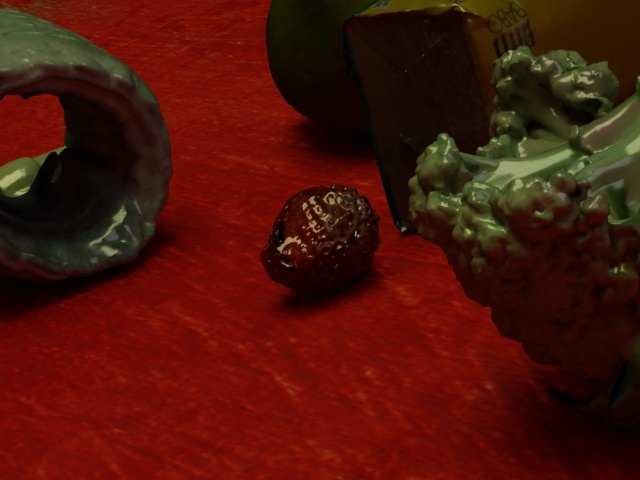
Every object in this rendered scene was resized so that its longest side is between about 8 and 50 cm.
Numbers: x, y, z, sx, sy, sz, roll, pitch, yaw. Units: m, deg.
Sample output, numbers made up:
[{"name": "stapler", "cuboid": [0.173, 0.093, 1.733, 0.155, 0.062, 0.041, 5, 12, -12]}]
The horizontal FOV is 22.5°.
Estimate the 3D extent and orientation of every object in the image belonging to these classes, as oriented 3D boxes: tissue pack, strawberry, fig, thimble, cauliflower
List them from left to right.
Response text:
[{"name": "thimble", "cuboid": [-0.238, -0.076, 1.338, 0.172, 0.250, 0.205, 27, 81, 51]}, {"name": "strawberry", "cuboid": [0.000, 0.000, 1.194, 0.096, 0.083, 0.083, -25, 24, -26]}, {"name": "fig", "cuboid": [0.041, -0.201, 1.492, 0.230, 0.207, 0.207, 9, 31, 44]}, {"name": "tissue pack", "cuboid": [0.158, -0.141, 1.296, 0.134, 0.192, 0.271, 2, 27, 37]}, {"name": "cauliflower", "cuboid": [0.200, -0.036, 0.905, 0.256, 0.315, 0.239, 33, 20, -2]}]

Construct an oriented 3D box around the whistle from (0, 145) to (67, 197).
[{"name": "whistle", "cuboid": [-0.310, -0.039, 1.494, 0.258, 0.067, 0.126, -23, 25, -27]}]
